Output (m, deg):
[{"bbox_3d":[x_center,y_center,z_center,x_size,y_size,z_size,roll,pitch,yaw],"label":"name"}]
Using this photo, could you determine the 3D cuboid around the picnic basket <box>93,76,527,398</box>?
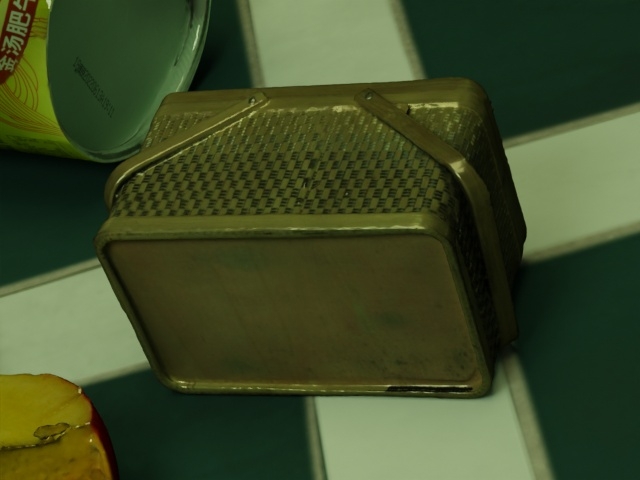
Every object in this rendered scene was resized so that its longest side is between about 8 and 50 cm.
[{"bbox_3d":[0.000,0.000,1.144,0.267,0.165,0.139,-1,44,22],"label":"picnic basket"}]

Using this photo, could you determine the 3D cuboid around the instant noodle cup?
[{"bbox_3d":[-0.239,-0.202,1.402,0.221,0.311,0.311,16,50,24],"label":"instant noodle cup"}]

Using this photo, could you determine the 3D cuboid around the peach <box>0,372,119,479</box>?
[{"bbox_3d":[-0.197,0.148,1.093,0.151,0.118,0.151,-27,50,38],"label":"peach"}]
